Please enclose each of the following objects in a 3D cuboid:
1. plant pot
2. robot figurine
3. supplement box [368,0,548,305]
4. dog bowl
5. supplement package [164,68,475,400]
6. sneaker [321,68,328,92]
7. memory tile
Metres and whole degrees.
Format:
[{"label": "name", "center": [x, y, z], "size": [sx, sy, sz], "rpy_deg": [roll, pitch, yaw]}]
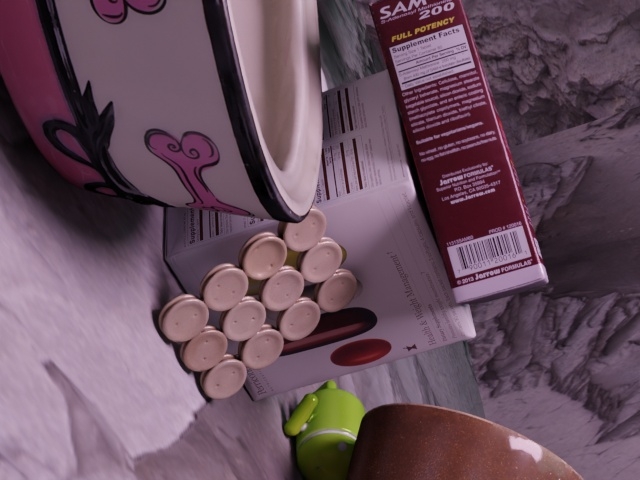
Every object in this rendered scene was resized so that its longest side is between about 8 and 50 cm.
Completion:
[{"label": "plant pot", "center": [0.091, 0.288, 1.023], "size": [0.230, 0.215, 0.215], "rpy_deg": [-64, 146, -29]}, {"label": "robot figurine", "center": [0.010, 0.186, 1.164], "size": [0.101, 0.067, 0.115], "rpy_deg": [38, 27, -22]}, {"label": "supplement box", "center": [0.111, -0.072, 0.975], "size": [0.130, 0.073, 0.239], "rpy_deg": [19, 56, -78]}, {"label": "dog bowl", "center": [-0.104, -0.206, 0.820], "size": [0.408, 0.150, 0.408], "rpy_deg": [-6, 90, -81]}, {"label": "supplement package", "center": [0.000, 0.000, 1.044], "size": [0.149, 0.203, 0.194], "rpy_deg": [-95, 163, -47]}, {"label": "sneaker", "center": [-0.038, -0.175, 1.397], "size": [0.123, 0.106, 0.290], "rpy_deg": [51, 22, -57]}, {"label": "memory tile", "center": [-0.045, 0.046, 0.928], "size": [0.012, 0.148, 0.113], "rpy_deg": [44, -13, 45]}]
